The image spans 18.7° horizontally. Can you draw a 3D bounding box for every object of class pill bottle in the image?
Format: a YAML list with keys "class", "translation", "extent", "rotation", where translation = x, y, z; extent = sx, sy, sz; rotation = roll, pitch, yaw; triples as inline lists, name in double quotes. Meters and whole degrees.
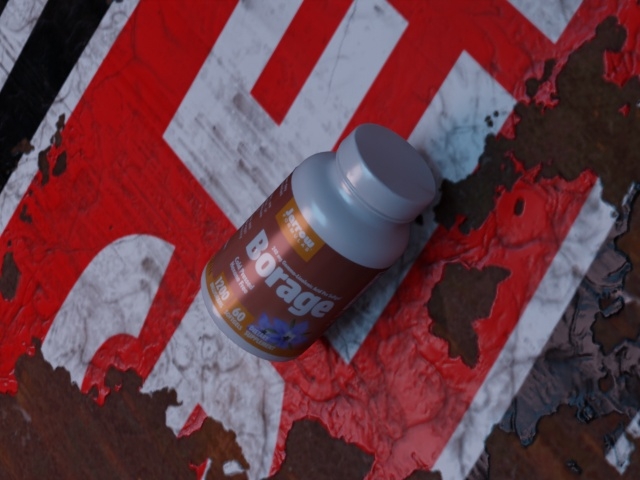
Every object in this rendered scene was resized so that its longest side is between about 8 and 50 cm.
- class: "pill bottle"
  translation: [0.000, 0.000, 1.713]
  extent: [0.216, 0.121, 0.121]
  rotation: [-46, 54, 31]
